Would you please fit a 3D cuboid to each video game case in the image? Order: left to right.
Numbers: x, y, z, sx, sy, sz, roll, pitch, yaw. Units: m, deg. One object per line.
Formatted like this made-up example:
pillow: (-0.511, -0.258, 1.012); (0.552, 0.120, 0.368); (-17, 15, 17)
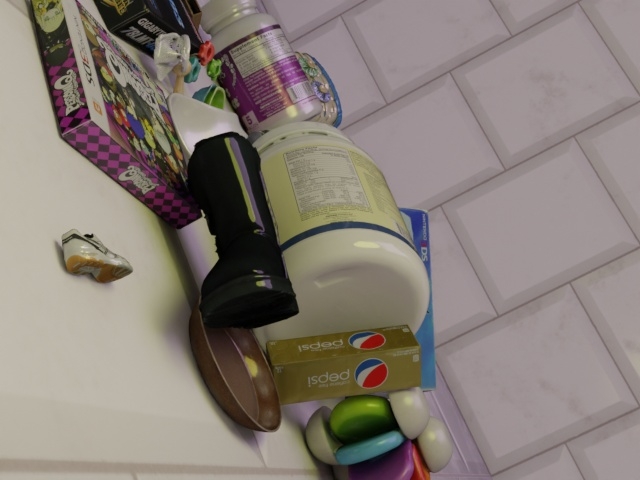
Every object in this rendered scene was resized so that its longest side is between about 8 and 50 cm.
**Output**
video game case: (-0.225, -0.146, 0.938); (0.232, 0.042, 0.210); (49, 17, -59)
video game case: (0.102, 0.110, 1.314); (0.244, 0.061, 0.269); (142, -50, -67)

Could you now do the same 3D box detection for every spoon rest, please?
spoon rest: (-0.160, -0.147, 1.195); (0.137, 0.084, 0.276); (61, 8, -5)

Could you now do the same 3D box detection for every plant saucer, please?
plant saucer: (-0.094, 0.131, 0.894); (0.168, 0.029, 0.168); (61, 8, -15)

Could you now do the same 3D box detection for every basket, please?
basket: (-0.046, -0.314, 1.995); (0.289, 0.201, 0.254); (18, 43, -64)

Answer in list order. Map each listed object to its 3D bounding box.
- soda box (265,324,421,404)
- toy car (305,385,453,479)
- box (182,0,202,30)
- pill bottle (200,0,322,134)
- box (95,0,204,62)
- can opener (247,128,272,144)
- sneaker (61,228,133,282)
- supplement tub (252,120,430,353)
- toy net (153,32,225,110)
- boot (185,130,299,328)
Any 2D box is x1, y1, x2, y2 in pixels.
soda box: (0.027, 0.150, 1.015); (0.061, 0.181, 0.058); (-116, -159, -67)
toy car: (0.077, 0.273, 1.049); (0.182, 0.159, 0.136); (57, 19, -36)
box: (-0.264, -0.452, 1.515); (0.164, 0.021, 0.201); (64, -12, -3)
pill bottle: (-0.135, -0.364, 1.749); (0.301, 0.169, 0.169); (62, 8, -5)
box: (-0.299, -0.425, 1.288); (0.295, 0.073, 0.293); (64, 9, 5)
can opener: (-0.070, -0.092, 1.689); (0.095, 0.076, 0.283); (-35, 100, -49)
sneaker: (-0.186, 0.011, 0.705); (0.037, 0.032, 0.083); (65, 8, 19)
supplement tub: (0.000, 0.000, 1.166); (0.235, 0.235, 0.325); (56, 10, -38)
toy net: (-0.191, -0.267, 1.298); (0.045, 0.122, 0.232); (20, -9, 13)
boot: (-0.094, -0.016, 0.883); (0.246, 0.094, 0.207); (53, 18, -80)
